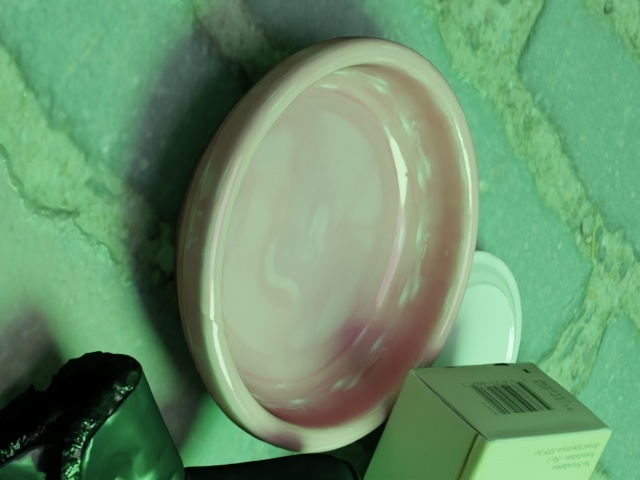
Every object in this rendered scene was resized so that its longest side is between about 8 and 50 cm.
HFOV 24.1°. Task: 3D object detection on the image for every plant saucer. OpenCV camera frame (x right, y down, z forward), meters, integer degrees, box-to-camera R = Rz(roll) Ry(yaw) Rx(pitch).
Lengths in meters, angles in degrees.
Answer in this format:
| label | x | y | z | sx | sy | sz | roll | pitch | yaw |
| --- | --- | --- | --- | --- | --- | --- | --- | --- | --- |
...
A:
| label | x | y | z | sx | sy | sz | roll | pitch | yaw |
| --- | --- | --- | --- | --- | --- | --- | --- | --- | --- |
| plant saucer | 0.000 | 0.000 | 1.197 | 0.332 | 0.084 | 0.332 | -19 | 115 | -46 |

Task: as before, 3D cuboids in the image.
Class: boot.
| label | x | y | z | sx | sy | sz | roll | pitch | yaw |
| --- | --- | --- | --- | --- | --- | --- | --- | --- | --- |
| boot | -0.101 | 0.164 | 1.064 | 0.247 | 0.094 | 0.207 | -23 | 125 | -7 |

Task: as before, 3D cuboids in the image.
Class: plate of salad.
| label | x | y | z | sx | sy | sz | roll | pitch | yaw |
| --- | --- | --- | --- | --- | --- | --- | --- | --- | --- |
| plate of salad | 0.120 | 0.104 | 1.393 | 0.200 | 0.048 | 0.199 | -19 | 116 | -44 |

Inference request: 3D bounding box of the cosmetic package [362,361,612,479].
| label | x | y | z | sx | sy | sz | roll | pitch | yaw |
| --- | --- | --- | --- | --- | --- | --- | --- | --- | --- |
| cosmetic package | 0.108 | 0.263 | 1.291 | 0.160 | 0.113 | 0.309 | 0 | 119 | -40 |
